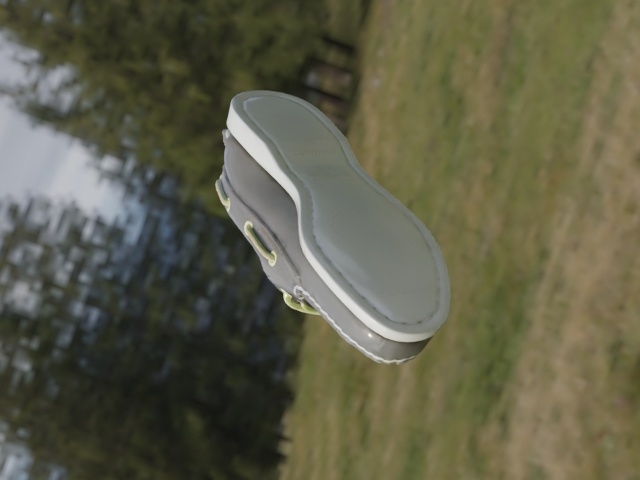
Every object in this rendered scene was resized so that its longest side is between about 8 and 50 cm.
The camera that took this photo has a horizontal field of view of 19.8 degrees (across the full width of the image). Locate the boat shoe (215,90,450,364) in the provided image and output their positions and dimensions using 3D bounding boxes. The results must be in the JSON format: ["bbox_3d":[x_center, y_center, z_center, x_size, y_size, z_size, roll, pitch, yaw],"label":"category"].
[{"bbox_3d":[0.004,0.000,1.402,0.305,0.109,0.091,56,137,45],"label":"boat shoe"}]
